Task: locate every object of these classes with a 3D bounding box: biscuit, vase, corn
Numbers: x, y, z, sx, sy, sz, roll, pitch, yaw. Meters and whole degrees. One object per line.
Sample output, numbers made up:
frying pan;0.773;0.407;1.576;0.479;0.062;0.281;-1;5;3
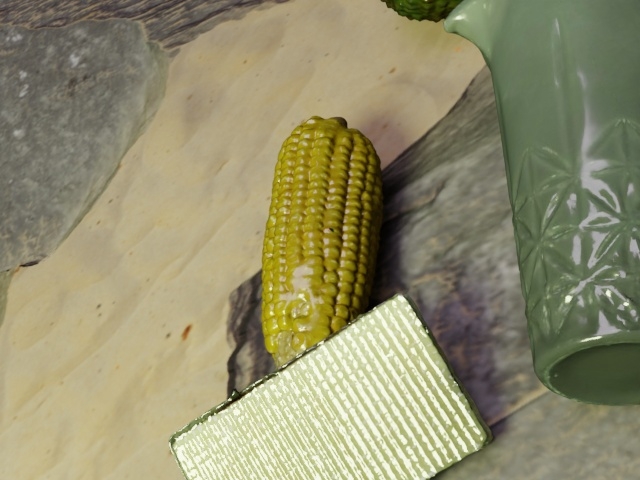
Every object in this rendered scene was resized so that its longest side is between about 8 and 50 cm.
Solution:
biscuit;0.004;0.135;0.679;0.199;0.040;0.121;-32;79;7
vase;0.206;-0.044;0.674;0.251;0.156;0.300;3;57;6
corn;0.000;0.000;0.801;0.097;0.097;0.261;-13;49;26

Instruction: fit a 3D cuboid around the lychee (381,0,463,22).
lychee;0.119;-0.285;0.932;0.171;0.171;0.171;-19;45;20
